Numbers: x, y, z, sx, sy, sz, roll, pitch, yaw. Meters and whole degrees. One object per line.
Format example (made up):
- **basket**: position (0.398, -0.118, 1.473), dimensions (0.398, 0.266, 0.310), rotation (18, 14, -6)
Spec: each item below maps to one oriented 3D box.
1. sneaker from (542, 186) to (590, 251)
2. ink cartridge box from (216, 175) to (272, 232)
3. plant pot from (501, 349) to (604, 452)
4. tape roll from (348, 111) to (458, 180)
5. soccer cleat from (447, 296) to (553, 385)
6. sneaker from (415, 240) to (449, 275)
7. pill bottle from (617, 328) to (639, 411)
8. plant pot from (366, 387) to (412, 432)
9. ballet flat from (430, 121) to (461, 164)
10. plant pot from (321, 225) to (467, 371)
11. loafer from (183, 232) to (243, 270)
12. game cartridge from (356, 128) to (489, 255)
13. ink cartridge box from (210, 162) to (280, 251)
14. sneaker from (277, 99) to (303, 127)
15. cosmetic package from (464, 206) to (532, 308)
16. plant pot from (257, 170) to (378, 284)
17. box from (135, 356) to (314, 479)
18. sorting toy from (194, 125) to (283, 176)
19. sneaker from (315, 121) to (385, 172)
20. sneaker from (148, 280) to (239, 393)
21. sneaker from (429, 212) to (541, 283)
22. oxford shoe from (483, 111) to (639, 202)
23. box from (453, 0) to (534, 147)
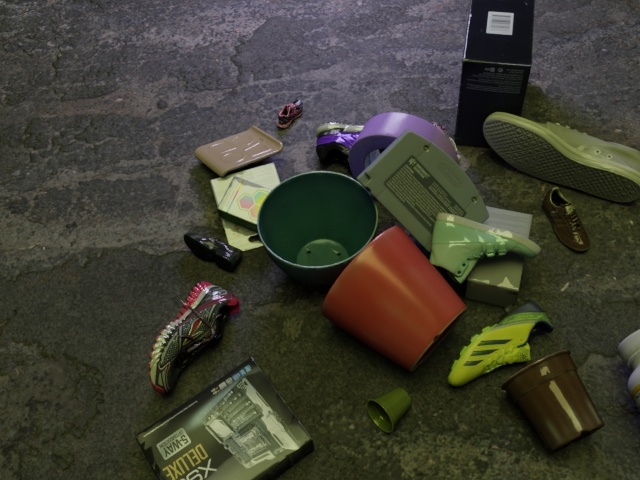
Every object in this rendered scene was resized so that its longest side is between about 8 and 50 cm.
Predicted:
- **sneaker**: position (0.635, -0.057, 1.740), dimensions (0.066, 0.071, 0.188), rotation (-19, 54, -9)
- **ink cartridge box**: position (-0.158, -0.082, 1.799), dimensions (0.209, 0.062, 0.109), rotation (22, 71, 6)
- **plant pot**: position (0.498, 0.343, 1.418), dimensions (0.166, 0.167, 0.165), rotation (-22, 63, -11)
- **tape roll**: position (0.215, -0.201, 1.756), dimensions (0.274, 0.275, 0.090), rotation (19, 57, 18)
- **soccer cleat**: position (0.412, 0.246, 1.531), dimensions (0.289, 0.093, 0.121), rotation (-36, 66, -19)
- **sneaker**: position (0.296, 0.030, 1.723), dimensions (0.082, 0.069, 0.209), rotation (-38, 64, 21)
- **pill bottle**: position (0.756, 0.339, 1.372), dimensions (0.187, 0.188, 0.334), rotation (-14, 55, -5)
- **plant pot**: position (0.157, 0.366, 1.482), dimensions (0.079, 0.083, 0.083), rotation (-30, 56, -30)
- **ballet flat**: position (0.355, -0.249, 1.910), dimensions (0.079, 0.077, 0.222), rotation (7, 52, -14)
- **plant pot**: position (0.179, 0.146, 1.533), dimensions (0.243, 0.275, 0.275), rotation (42, 67, 18)
- **loafer**: position (-0.284, 0.020, 1.781), dimensions (0.170, 0.062, 0.061), rotation (29, 49, 15)
- **game cartridge**: position (0.256, -0.113, 1.618), dimensions (0.198, 0.062, 0.297), rotation (-45, 103, 3)
- **ink cartridge box**: position (-0.187, -0.084, 1.861), dimensions (0.189, 0.066, 0.232), rotation (-16, 76, -7)
- **sneaker**: position (-0.093, -0.399, 2.062), dimensions (0.047, 0.057, 0.119), rotation (22, 58, 22)
- **cosmetic package**: position (0.443, 0.041, 1.671), dimensions (0.127, 0.107, 0.238), rotation (14, 60, 16)
- **plant pot**: position (0.000, 0.000, 1.680), dimensions (0.290, 0.195, 0.290), rotation (-3, 54, 4)
- **box**: position (-0.206, 0.439, 1.456), dimensions (0.307, 0.077, 0.242), rotation (-32, 58, -17)
- **sorting toy**: position (-0.238, -0.257, 1.955), dimensions (0.208, 0.038, 0.193), rotation (-28, 39, -22)
- **sneaker**: position (0.128, -0.257, 1.921), dimensions (0.293, 0.102, 0.146), rotation (-2, 58, 10)
- **sneaker**: position (-0.303, 0.228, 1.591), dimensions (0.112, 0.121, 0.299), rotation (19, 58, 16)
- **sneaker**: position (0.379, 0.039, 1.581), dimensions (0.255, 0.094, 0.151), rotation (15, 89, 1)
- **oxford shoe**: position (0.658, -0.243, 1.818), dimensions (0.449, 0.169, 0.130), rotation (23, 62, 12)
- **box**: position (0.494, -0.495, 1.920), dimensions (0.178, 0.313, 0.343), rotation (8, 56, 10)
